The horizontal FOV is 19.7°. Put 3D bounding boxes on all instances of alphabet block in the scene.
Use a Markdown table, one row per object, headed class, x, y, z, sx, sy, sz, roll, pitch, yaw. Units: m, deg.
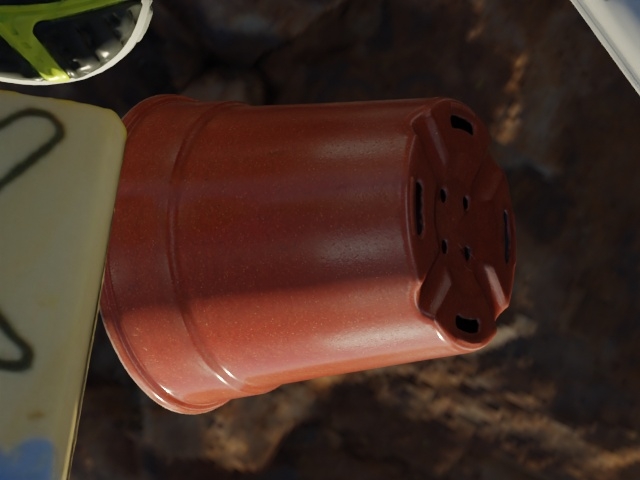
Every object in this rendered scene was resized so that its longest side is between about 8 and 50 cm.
| class | x | y | z | sx | sy | sz | roll | pitch | yaw |
| --- | --- | --- | --- | --- | --- | --- | --- | --- | --- |
| alphabet block | -0.198 | 0.056 | 0.827 | 0.192 | 0.197 | 0.193 | 11 | 143 | -7 |

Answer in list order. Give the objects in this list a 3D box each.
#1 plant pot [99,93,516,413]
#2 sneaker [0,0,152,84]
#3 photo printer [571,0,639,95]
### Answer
| class | x | y | z | sx | sy | sz | roll | pitch | yaw |
| --- | --- | --- | --- | --- | --- | --- | --- | --- | --- |
| plant pot | 0.000 | 0.000 | 1.493 | 0.265 | 0.272 | 0.272 | -6 | 125 | 29 |
| sneaker | -0.284 | -0.173 | 1.091 | 0.385 | 0.147 | 0.145 | 21 | 91 | 4 |
| photo printer | 0.221 | -0.121 | 0.678 | 0.307 | 0.256 | 0.107 | 58 | 163 | 24 |
